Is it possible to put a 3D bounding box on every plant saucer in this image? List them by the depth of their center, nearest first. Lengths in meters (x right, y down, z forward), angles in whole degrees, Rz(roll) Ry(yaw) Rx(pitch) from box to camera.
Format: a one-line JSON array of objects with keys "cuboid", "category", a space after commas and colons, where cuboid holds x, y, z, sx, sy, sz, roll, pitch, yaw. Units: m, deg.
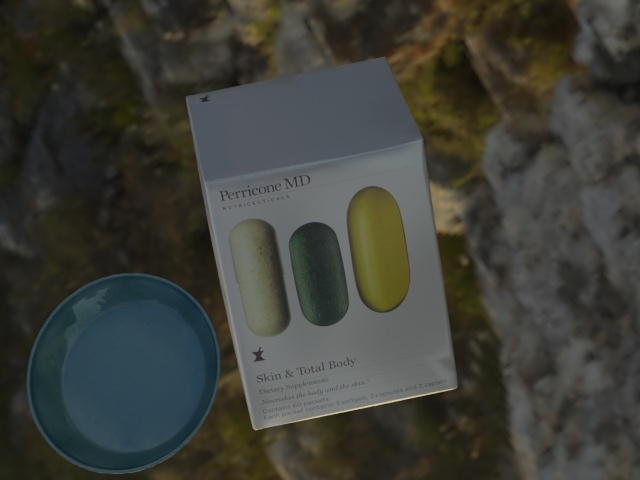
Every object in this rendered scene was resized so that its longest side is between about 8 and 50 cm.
[{"cuboid": [-0.112, 0.079, 1.059, 0.119, 0.119, 0.021, 46, 179, 22], "category": "plant saucer"}]

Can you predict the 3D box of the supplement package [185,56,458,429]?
[{"cuboid": [0.000, 0.000, 1.689, 0.198, 0.199, 0.262, -107, 6, -61], "category": "supplement package"}]
